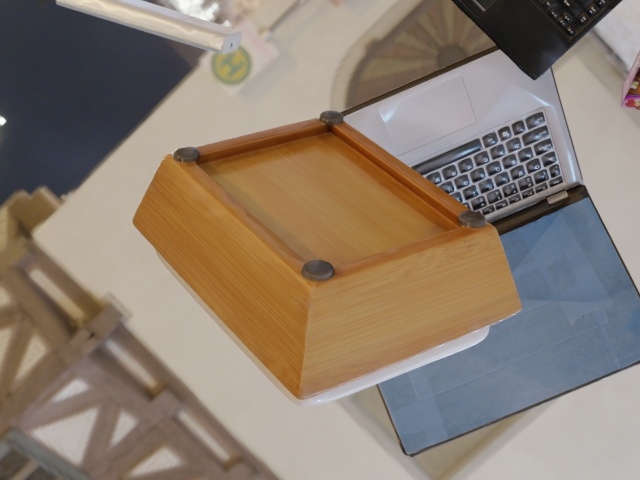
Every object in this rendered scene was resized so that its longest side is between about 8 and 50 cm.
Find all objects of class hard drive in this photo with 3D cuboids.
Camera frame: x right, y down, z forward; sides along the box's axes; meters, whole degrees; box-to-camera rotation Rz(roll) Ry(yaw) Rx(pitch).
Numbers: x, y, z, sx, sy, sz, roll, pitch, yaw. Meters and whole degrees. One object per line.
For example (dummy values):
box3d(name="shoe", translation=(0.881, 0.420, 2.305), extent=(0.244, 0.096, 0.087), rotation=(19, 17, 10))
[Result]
box3d(name="hard drive", translation=(-0.307, -0.409, 1.965), extent=(0.307, 0.040, 0.203), rotation=(17, -167, 0))

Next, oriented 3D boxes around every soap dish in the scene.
box3d(name="soap dish", translation=(0.000, 0.000, 0.932), extent=(0.229, 0.118, 0.291), rotation=(-17, -142, -30))

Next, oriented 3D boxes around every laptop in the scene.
box3d(name="laptop", translation=(0.241, -0.316, 1.107), extent=(0.234, 0.264, 0.136), rotation=(42, -155, -10))
box3d(name="laptop", translation=(0.198, 0.008, 1.410), extent=(0.236, 0.382, 0.408), rotation=(-108, -6, -56))

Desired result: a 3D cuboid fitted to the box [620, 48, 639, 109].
box3d(name="box", translation=(0.718, -0.294, 1.935), extent=(0.293, 0.057, 0.201), rotation=(11, 151, 4))
